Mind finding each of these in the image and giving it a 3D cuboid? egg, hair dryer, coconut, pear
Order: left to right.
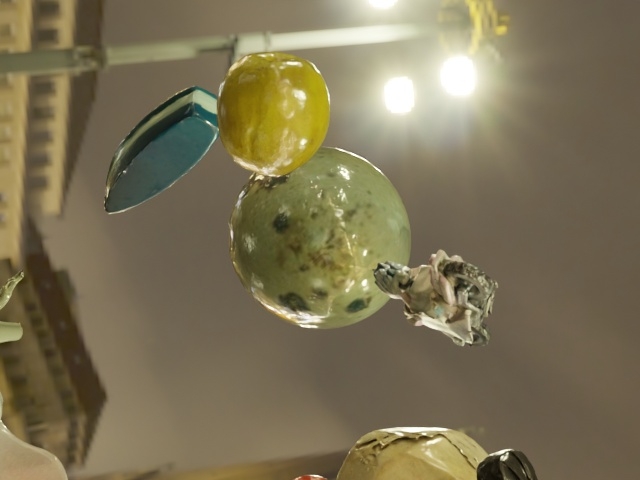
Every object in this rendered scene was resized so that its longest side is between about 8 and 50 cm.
[{"bbox_3d":[-0.524,0.117,2.179,0.199,0.167,0.067,-38,-110,12],"label":"hair dryer"},{"bbox_3d":[-0.062,-0.167,1.702,0.149,0.149,0.162,48,-41,49],"label":"pear"},{"bbox_3d":[0.000,0.000,2.485,0.428,0.345,0.345,-118,-153,-69],"label":"egg"},{"bbox_3d":[0.174,0.504,2.398,0.352,0.353,0.352,31,-54,58],"label":"coconut"}]

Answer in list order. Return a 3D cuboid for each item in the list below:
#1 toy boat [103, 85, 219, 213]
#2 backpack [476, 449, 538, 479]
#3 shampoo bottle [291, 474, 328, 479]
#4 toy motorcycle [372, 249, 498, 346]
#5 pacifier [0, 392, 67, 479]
[{"bbox_3d":[-0.250,-0.123,1.983,0.299,0.096,0.061,-37,-144,39],"label":"toy boat"},{"bbox_3d":[0.310,0.430,2.161,0.106,0.120,0.165,-24,-102,28],"label":"backpack"},{"bbox_3d":[-0.013,0.468,1.964,0.278,0.104,0.104,-96,-172,-67],"label":"shampoo bottle"},{"bbox_3d":[0.164,0.077,1.992,0.204,0.108,0.239,24,-39,17],"label":"toy motorcycle"},{"bbox_3d":[-0.498,0.301,1.806,0.332,0.220,0.273,36,-84,21],"label":"pacifier"}]
